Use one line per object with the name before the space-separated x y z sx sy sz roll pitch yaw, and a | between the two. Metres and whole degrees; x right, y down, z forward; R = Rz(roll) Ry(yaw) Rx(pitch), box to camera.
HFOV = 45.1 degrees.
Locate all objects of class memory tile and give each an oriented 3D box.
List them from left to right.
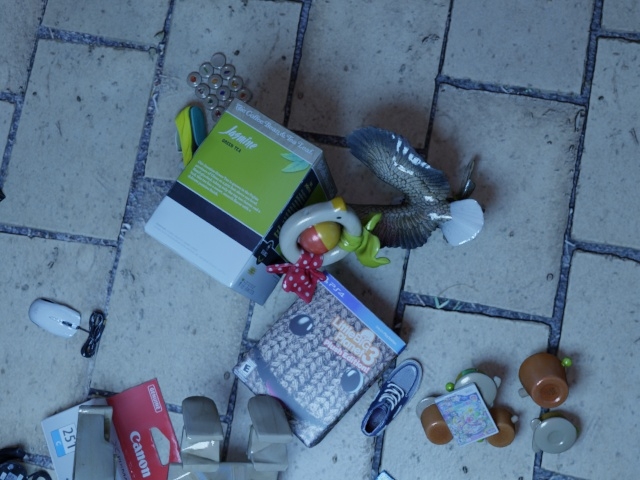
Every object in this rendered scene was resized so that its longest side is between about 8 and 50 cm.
memory tile | -0.242 -0.365 1.840 0.113 0.012 0.148 -36 78 -1

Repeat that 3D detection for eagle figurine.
eagle figurine | 0.180 -0.085 1.636 0.298 0.225 0.226 15 53 -25

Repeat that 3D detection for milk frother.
milk frother | -0.681 0.540 1.693 0.135 0.129 0.143 -18 110 37

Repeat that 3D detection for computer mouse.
computer mouse | -0.591 0.188 1.767 0.193 0.042 0.106 19 84 9

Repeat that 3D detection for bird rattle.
bird rattle | 0.000 0.000 1.513 0.254 0.207 0.143 -18 49 13

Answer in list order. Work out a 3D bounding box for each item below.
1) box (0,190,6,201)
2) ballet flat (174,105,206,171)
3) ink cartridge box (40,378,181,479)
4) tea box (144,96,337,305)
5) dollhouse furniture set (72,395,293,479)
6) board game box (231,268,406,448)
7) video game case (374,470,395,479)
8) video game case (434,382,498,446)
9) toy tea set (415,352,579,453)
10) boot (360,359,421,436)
box | -0.845 -0.101 1.777 0.147 0.180 0.077 -41 78 -1
ballet flat | -0.299 -0.201 1.795 0.077 0.077 0.231 -17 75 25
ink cartridge box | -0.442 0.485 1.686 0.261 0.066 0.296 -23 78 3
tea box | -0.147 -0.067 1.615 0.220 0.329 0.323 33 84 11
dollhouse furniture set | -0.290 0.474 1.543 0.394 0.256 0.362 5 108 -18
board game box | 0.002 0.250 1.637 0.232 0.141 0.291 42 87 11
video game case | 0.123 0.589 1.627 0.119 0.015 0.166 41 87 11
video game case | 0.294 0.352 1.553 0.087 0.011 0.122 -25 106 12
toy tea set | 0.369 0.333 1.615 0.336 0.124 0.200 0 109 3
boot | 0.153 0.336 1.632 0.069 0.086 0.190 32 85 11
